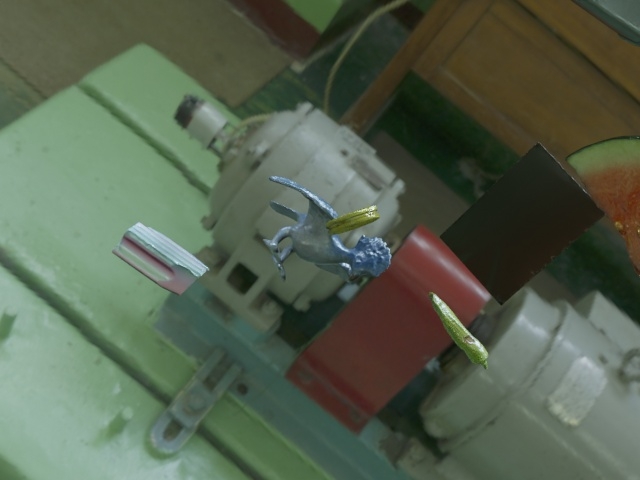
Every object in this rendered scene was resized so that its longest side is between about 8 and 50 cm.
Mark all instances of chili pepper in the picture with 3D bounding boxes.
[{"bbox_3d":[0.283,0.182,1.971,0.049,0.043,0.208,-12,56,-41],"label":"chili pepper"}]

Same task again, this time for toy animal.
[{"bbox_3d":[0.000,0.000,1.554,0.176,0.239,0.255,-22,47,-6],"label":"toy animal"}]

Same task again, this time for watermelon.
[{"bbox_3d":[0.325,-0.050,0.880,0.145,0.137,0.193,62,7,16],"label":"watermelon"}]

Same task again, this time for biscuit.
[{"bbox_3d":[0.048,-0.029,1.421,0.084,0.084,0.023,-17,86,-44],"label":"biscuit"}]

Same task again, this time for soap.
[{"bbox_3d":[-0.268,0.034,1.600,0.149,0.056,0.100,36,13,-4],"label":"soap"}]

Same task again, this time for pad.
[{"bbox_3d":[0.263,-0.020,1.246,0.127,0.190,0.004,50,27,12],"label":"pad"}]

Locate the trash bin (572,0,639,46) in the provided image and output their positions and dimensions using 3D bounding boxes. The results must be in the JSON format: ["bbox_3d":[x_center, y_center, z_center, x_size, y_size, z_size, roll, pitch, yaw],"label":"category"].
[{"bbox_3d":[0.592,-0.479,1.784,0.236,0.177,0.101,23,18,-26],"label":"trash bin"}]
